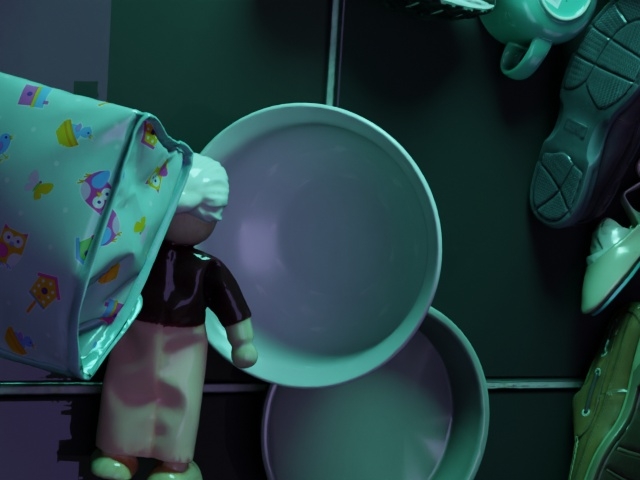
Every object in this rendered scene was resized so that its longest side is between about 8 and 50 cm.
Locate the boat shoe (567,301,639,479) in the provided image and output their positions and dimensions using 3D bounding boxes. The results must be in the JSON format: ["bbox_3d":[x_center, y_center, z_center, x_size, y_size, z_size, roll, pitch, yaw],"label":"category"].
[{"bbox_3d":[0.362,0.222,1.989,0.110,0.104,0.307,31,79,-34],"label":"boat shoe"}]

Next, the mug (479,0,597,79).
[{"bbox_3d":[0.261,-0.277,1.894,0.129,0.097,0.158,-23,104,-23],"label":"mug"}]

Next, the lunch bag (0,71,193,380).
[{"bbox_3d":[-0.273,-0.011,1.569,0.223,0.160,0.262,16,83,18],"label":"lunch bag"}]

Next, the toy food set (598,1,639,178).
[{"bbox_3d":[0.415,-0.196,1.994,0.128,0.071,0.218,-31,107,-21],"label":"toy food set"}]

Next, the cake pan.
[{"bbox_3d":[0.056,0.205,1.857,0.293,0.054,0.293,-2,96,-26],"label":"cake pan"}]

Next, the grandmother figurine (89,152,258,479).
[{"bbox_3d":[-0.164,0.077,1.684,0.207,0.104,0.342,11,99,-10],"label":"grandmother figurine"}]

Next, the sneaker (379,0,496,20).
[{"bbox_3d":[0.085,-0.316,1.805,0.271,0.100,0.108,20,80,-26],"label":"sneaker"}]

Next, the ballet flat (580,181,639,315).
[{"bbox_3d":[0.382,-0.013,1.999,0.248,0.086,0.086,-43,111,-19],"label":"ballet flat"}]

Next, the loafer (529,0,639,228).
[{"bbox_3d":[0.340,-0.153,1.918,0.095,0.109,0.303,0,120,-42],"label":"loafer"}]

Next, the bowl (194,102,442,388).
[{"bbox_3d":[0.000,0.000,1.733,0.297,0.134,0.298,2,97,18],"label":"bowl"}]
